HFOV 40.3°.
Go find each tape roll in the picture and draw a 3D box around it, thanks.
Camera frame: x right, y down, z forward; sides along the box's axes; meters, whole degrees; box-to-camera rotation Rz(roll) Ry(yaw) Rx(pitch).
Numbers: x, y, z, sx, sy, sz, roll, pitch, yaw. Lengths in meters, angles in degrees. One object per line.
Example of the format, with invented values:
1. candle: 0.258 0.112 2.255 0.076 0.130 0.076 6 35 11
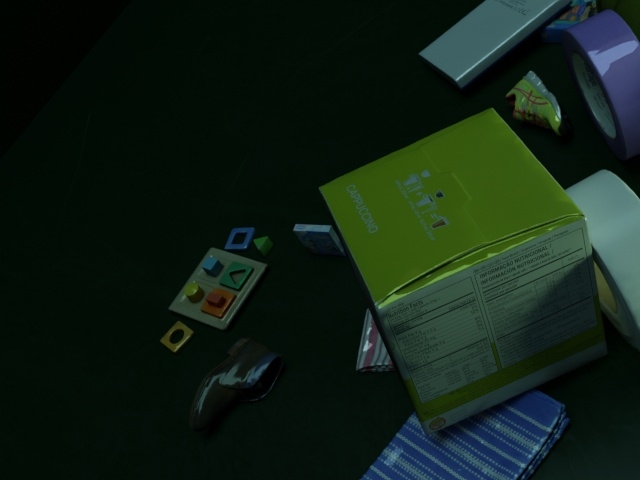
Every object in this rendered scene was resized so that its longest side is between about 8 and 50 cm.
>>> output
1. tape roll: 0.483 0.032 1.409 0.100 0.286 0.286 -29 43 4
2. tape roll: 0.558 -0.293 1.654 0.090 0.275 0.275 -25 44 10

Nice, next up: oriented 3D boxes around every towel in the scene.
1. towel: 0.225 0.358 1.450 0.336 0.040 0.243 -48 44 -15
2. towel: 0.164 0.178 1.652 0.197 0.029 0.144 -8 48 25

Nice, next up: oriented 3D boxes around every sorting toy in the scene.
1. sorting toy: -0.236 0.099 1.945 0.196 0.047 0.348 13 60 38

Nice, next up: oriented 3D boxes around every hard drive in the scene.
1. hard drive: 0.406 -0.498 2.057 0.318 0.040 0.210 -38 35 3

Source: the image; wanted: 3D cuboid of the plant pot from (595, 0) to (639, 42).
1. plant pot: 0.732 -0.360 1.595 0.366 0.366 0.353 -16 58 18

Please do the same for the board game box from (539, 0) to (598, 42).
1. board game box: 0.625 -0.517 1.977 0.210 0.047 0.160 10 59 38

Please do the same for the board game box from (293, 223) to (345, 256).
1. board game box: 0.000 0.000 1.861 0.090 0.090 0.020 3 54 33

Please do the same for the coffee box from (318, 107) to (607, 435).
1. coffee box: 0.235 0.046 1.463 0.338 0.334 0.338 -24 40 0

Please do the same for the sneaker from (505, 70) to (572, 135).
1. sneaker: 0.459 -0.273 1.848 0.094 0.081 0.208 -33 36 11

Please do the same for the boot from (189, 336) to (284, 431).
1. boot: -0.165 0.289 1.711 0.106 0.082 0.219 11 57 40
